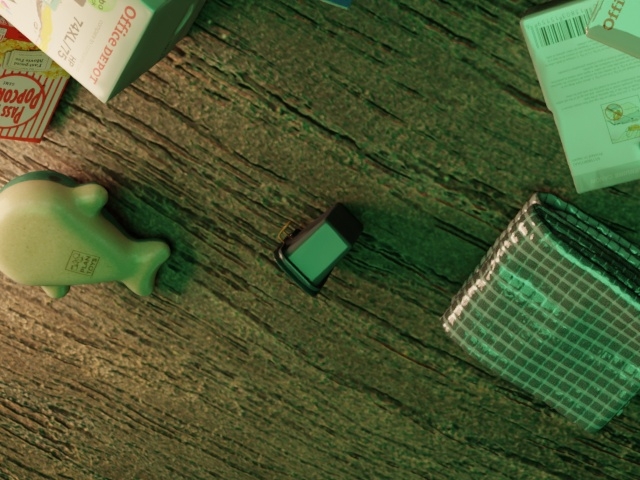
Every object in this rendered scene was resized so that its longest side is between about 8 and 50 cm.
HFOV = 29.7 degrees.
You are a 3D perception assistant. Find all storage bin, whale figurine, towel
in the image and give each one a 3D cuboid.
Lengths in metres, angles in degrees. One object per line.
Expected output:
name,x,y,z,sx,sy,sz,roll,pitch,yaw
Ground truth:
storage bin,0.000,0.000,1.683,0.098,0.135,0.091,46,108,-3
whale figurine,-0.366,-0.010,1.827,0.272,0.141,0.216,18,121,-16
towel,0.334,0.104,1.605,0.283,0.121,0.235,35,121,3

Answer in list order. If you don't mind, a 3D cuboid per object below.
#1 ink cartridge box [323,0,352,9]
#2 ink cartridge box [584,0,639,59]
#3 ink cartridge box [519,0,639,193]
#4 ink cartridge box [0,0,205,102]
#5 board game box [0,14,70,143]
ink cartridge box,-0.055,-0.459,1.433,0.307,0.072,0.304,19,77,14
ink cartridge box,0.423,-0.265,1.362,0.203,0.086,0.148,26,118,8
ink cartridge box,0.411,-0.206,1.475,0.275,0.060,0.239,-14,108,24
ink cartridge box,-0.292,-0.363,1.561,0.270,0.197,0.198,40,138,-1
board game box,-0.441,-0.234,1.732,0.193,0.146,0.045,-58,47,31
